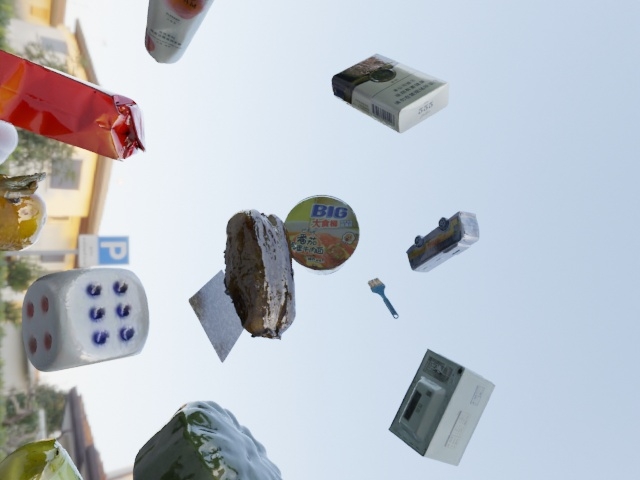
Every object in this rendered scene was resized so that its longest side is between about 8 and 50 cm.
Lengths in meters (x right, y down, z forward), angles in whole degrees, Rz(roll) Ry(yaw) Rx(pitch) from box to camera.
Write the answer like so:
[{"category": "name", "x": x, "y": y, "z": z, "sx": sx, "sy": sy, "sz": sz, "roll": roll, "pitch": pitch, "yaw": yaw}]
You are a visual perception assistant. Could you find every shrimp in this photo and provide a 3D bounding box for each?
[{"category": "shrimp", "x": -0.515, "y": -0.094, "z": 0.794, "sx": 0.059, "sy": 0.108, "sz": 0.023, "roll": 26, "pitch": -61, "yaw": 13}]

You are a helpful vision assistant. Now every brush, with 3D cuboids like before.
[{"category": "brush", "x": 0.208, "y": 0.188, "z": 1.484, "sx": 0.014, "sy": 0.051, "sz": 0.164, "roll": 92, "pitch": -25, "yaw": -50}]

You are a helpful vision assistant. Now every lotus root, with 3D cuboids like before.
[{"category": "lotus root", "x": -0.126, "y": 0.054, "z": 0.996, "sx": 0.078, "sy": 0.167, "sz": 0.329, "roll": 117, "pitch": -34, "yaw": -50}]

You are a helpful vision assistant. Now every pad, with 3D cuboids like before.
[{"category": "pad", "x": -0.230, "y": 0.166, "z": 1.064, "sx": 0.003, "sy": 0.235, "sz": 0.158, "roll": -23, "pitch": -80, "yaw": 10}]

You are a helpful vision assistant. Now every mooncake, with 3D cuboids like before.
[{"category": "mooncake", "x": -0.224, "y": 0.527, "z": 1.010, "sx": 0.194, "sy": 0.356, "sz": 0.356, "roll": -42, "pitch": -133, "yaw": -3}]

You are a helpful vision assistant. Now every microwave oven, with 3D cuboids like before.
[{"category": "microwave oven", "x": 0.274, "y": 0.378, "z": 1.044, "sx": 0.122, "sy": 0.162, "sz": 0.208, "roll": 19, "pitch": -101, "yaw": 56}]

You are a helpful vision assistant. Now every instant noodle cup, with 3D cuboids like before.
[{"category": "instant noodle cup", "x": 0.000, "y": 0.000, "z": 1.225, "sx": 0.153, "sy": 0.205, "sz": 0.205, "roll": 92, "pitch": -15, "yaw": -72}]

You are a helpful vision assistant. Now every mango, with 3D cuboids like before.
[{"category": "mango", "x": -0.719, "y": -0.053, "z": 0.989, "sx": 0.359, "sy": 0.187, "sz": 0.144, "roll": -6, "pitch": -138, "yaw": 33}]

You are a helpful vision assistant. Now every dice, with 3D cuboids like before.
[{"category": "dice", "x": -0.490, "y": 0.165, "z": 0.958, "sx": 0.191, "sy": 0.194, "sz": 0.193, "roll": -20, "pitch": -104, "yaw": 36}]

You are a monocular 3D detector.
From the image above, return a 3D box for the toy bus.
[{"category": "toy bus", "x": 0.269, "y": 0.006, "z": 1.021, "sx": 0.190, "sy": 0.064, "sz": 0.075, "roll": -43, "pitch": -135, "yaw": 51}]

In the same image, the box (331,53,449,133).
[{"category": "box", "x": 0.168, "y": -0.373, "z": 1.134, "sx": 0.259, "sy": 0.168, "sz": 0.071, "roll": 42, "pitch": -24, "yaw": 36}]

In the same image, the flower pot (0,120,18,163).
[{"category": "flower pot", "x": -0.930, "y": -0.291, "z": 1.215, "sx": 0.173, "sy": 0.190, "sz": 0.191, "roll": -168, "pitch": -99, "yaw": -64}]

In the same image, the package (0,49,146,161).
[{"category": "package", "x": -0.527, "y": -0.263, "z": 0.845, "sx": 0.196, "sy": 0.423, "sz": 0.123, "roll": -147, "pitch": -104, "yaw": -71}]

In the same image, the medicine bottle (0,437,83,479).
[{"category": "medicine bottle", "x": -0.438, "y": 0.441, "z": 0.745, "sx": 0.124, "sy": 0.124, "sz": 0.239, "roll": 4, "pitch": -64, "yaw": 52}]

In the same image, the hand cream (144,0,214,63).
[{"category": "hand cream", "x": -0.275, "y": -0.432, "z": 0.865, "sx": 0.340, "sy": 0.124, "sz": 0.078, "roll": -20, "pitch": -131, "yaw": 60}]
